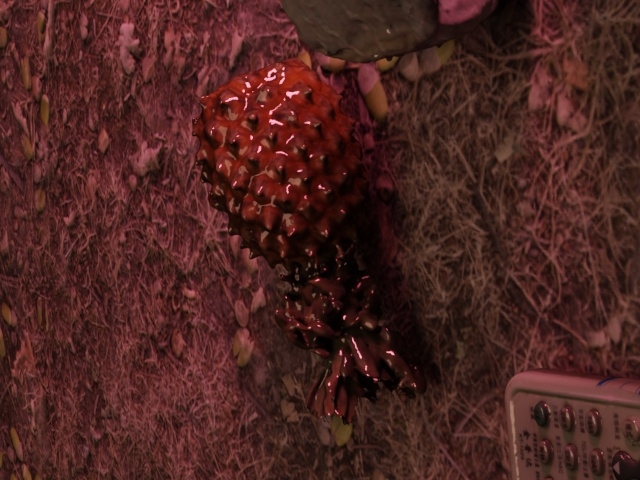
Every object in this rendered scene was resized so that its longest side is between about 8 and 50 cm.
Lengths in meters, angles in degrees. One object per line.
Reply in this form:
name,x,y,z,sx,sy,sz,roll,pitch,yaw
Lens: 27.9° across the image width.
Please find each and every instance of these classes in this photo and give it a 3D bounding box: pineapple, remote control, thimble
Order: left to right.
pineapple,0.000,0.000,1.274,0.175,0.175,0.361,-42,72,51
thimble,0.063,-0.270,1.064,0.172,0.205,0.250,6,86,50
remote control,0.271,0.171,0.978,0.335,0.066,0.128,1,96,56
